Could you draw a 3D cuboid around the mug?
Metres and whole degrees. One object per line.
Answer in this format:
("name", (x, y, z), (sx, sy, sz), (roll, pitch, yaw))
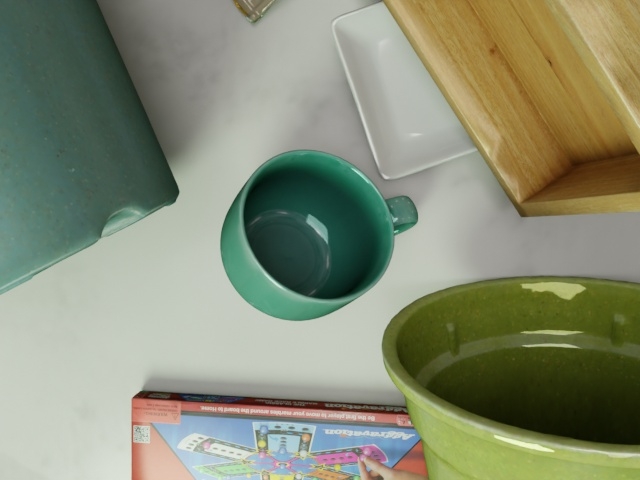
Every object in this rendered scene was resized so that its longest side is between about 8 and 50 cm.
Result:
("mug", (-0.006, 0.006, 0.552), (0.158, 0.097, 0.129), (21, 64, -16))

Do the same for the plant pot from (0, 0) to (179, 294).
("plant pot", (-0.294, -0.119, 0.479), (0.341, 0.341, 0.334), (-25, 100, 6))

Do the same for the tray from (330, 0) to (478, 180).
("tray", (0.157, -0.159, 0.558), (0.270, 0.030, 0.145), (-19, 92, 1))

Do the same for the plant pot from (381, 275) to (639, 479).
("plant pot", (0.190, 0.189, 0.493), (0.276, 0.276, 0.253), (-3, 106, 5))

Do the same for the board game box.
("board game box", (-0.038, 0.222, 0.614), (0.281, 0.027, 0.145), (2, 96, 5))

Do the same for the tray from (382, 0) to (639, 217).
("tray", (0.094, -0.206, 0.429), (0.076, 0.203, 0.411), (-34, 95, -6))

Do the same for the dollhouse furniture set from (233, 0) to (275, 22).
("dollhouse furniture set", (-0.029, -0.273, 0.579), (0.152, 0.058, 0.076), (-38, 98, 26))
